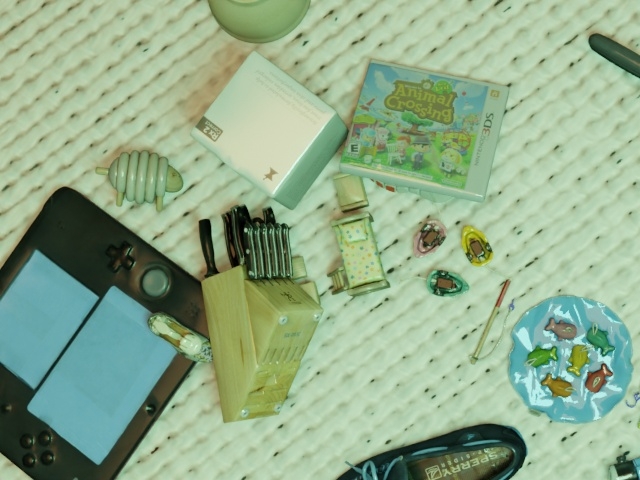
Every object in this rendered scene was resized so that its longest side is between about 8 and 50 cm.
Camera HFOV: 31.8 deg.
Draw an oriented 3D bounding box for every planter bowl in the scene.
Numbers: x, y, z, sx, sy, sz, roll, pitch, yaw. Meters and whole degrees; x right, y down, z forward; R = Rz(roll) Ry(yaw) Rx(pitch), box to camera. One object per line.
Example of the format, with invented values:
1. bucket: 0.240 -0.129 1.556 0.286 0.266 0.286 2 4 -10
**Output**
1. planter bowl: -0.100 -0.385 1.672 0.162 0.109 0.162 0 86 7

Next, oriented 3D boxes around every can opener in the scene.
1. can opener: 0.465 -0.242 1.617 0.186 0.059 0.073 38 91 8

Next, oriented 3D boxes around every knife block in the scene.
1. knife block: -0.117 0.092 1.637 0.242 0.088 0.275 41 118 39

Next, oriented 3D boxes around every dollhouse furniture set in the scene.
1. dollhouse furniture set: 0.000 0.000 1.634 0.161 0.101 0.181 -15 84 6

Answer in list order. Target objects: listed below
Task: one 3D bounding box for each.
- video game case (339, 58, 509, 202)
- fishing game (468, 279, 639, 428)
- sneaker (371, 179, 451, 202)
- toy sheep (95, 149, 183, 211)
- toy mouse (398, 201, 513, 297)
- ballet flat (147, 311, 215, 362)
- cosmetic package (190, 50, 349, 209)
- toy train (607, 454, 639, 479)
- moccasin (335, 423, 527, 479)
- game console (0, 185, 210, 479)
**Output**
1. video game case: 0.152 -0.162 1.632 0.213 0.023 0.193 13 64 8
2. fishing game: 0.357 0.171 1.610 0.264 0.041 0.189 25 86 8
3. sneaker: 0.131 -0.107 1.659 0.158 0.061 0.065 23 58 14
4. toy sheep: -0.271 -0.093 1.684 0.132 0.091 0.091 6 86 -11
5. toy mouse: 0.178 0.029 1.646 0.143 0.031 0.161 -32 82 3
6. ballet flat: -0.204 0.141 1.623 0.114 0.041 0.041 32 90 10
7. cosmetic package: -0.067 -0.153 1.613 0.151 0.184 0.151 37 91 8
8. toy train: 0.486 0.338 1.565 0.184 0.080 0.105 -16 75 8
9. moccasin: 0.125 0.342 1.586 0.342 0.117 0.137 -31 83 4
10. game console: -0.369 0.161 1.690 0.342 0.060 0.386 35 90 8
